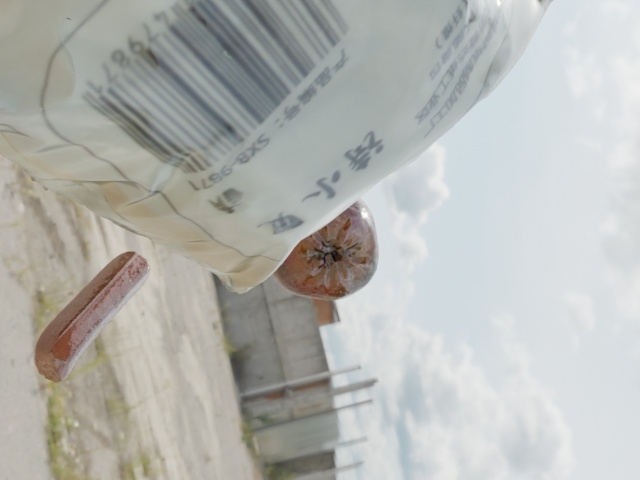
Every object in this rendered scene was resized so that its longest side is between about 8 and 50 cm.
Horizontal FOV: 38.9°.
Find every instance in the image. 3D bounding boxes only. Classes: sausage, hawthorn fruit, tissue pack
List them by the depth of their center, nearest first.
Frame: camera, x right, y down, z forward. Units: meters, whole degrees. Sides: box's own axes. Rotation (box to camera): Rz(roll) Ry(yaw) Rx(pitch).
[{"bbox_3d":[-0.012,-0.158,0.489,0.195,0.375,0.390,50,4,32],"label":"tissue pack"},{"bbox_3d":[-0.171,0.052,0.688,0.147,0.035,0.030,-61,150,-56],"label":"sausage"},{"bbox_3d":[0.000,0.000,1.264,0.173,0.172,0.173,167,-90,-85],"label":"hawthorn fruit"}]
